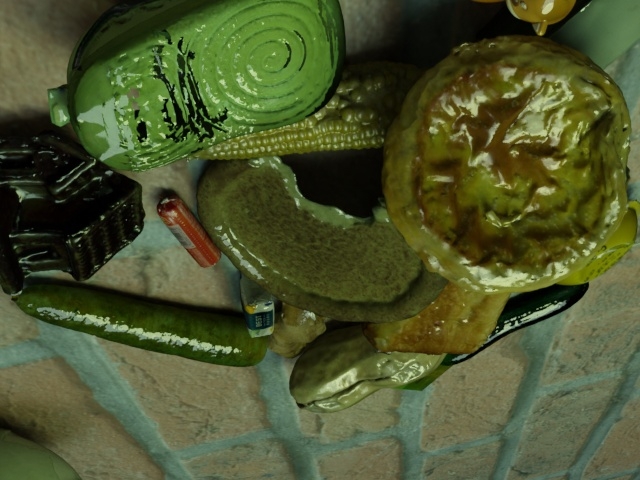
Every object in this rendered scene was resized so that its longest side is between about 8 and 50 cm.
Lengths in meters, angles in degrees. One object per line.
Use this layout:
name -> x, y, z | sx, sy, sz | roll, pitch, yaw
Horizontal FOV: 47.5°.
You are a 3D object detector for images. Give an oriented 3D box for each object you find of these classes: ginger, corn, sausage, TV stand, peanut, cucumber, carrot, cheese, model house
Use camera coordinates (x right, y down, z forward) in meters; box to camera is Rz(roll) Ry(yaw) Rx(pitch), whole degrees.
ginger -> -0.024, 0.098, 1.019 | 0.089, 0.075, 0.288 | 18, 142, -7
corn -> -0.011, -0.127, 0.715 | 0.288, 0.086, 0.086 | -7, 143, -8
sausage -> -0.157, -0.014, 0.855 | 0.034, 0.034, 0.129 | -20, 143, 7
TV stand -> 0.279, -0.243, 0.667 | 0.088, 0.083, 0.269 | 22, 131, -37
peanut -> 0.080, 0.177, 1.110 | 0.290, 0.130, 0.130 | -29, 142, 16
cucumber -> 0.313, 0.131, 1.198 | 0.284, 0.056, 0.056 | -31, 141, 14
carrot -> -0.228, 0.114, 0.970 | 0.358, 0.074, 0.074 | 17, 133, -34
cheese -> 0.354, 0.001, 0.990 | 0.177, 0.069, 0.270 | -46, 149, 23
model house -> -0.256, -0.035, 0.729 | 0.152, 0.106, 0.165 | -4, 147, -11

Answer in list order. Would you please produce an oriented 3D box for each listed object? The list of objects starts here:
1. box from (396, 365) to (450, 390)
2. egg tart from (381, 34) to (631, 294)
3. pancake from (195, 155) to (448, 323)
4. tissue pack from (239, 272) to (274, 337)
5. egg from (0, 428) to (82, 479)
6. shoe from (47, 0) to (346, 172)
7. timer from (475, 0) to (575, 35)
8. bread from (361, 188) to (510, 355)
box -> 0.134, 0.217, 1.267 | 0.193, 0.030, 0.121 | 11, 137, -32
egg tart -> 0.172, -0.067, 0.675 | 0.241, 0.106, 0.241 | 0, 101, -1
pancake -> 0.000, 0.000, 0.806 | 0.288, 0.033, 0.286 | 42, 141, -21
tissue pack -> -0.086, 0.085, 0.985 | 0.042, 0.062, 0.083 | -12, 145, -11
egg -> -0.522, 0.424, 1.100 | 0.336, 0.278, 0.278 | 5, 140, -19
shoe -> -0.098, -0.157, 0.606 | 0.262, 0.128, 0.140 | -33, 143, -26
timer -> 0.159, -0.228, 0.582 | 0.132, 0.152, 0.132 | -10, 144, -7
bread -> 0.153, 0.003, 0.893 | 0.195, 0.149, 0.344 | 6, 141, -6
